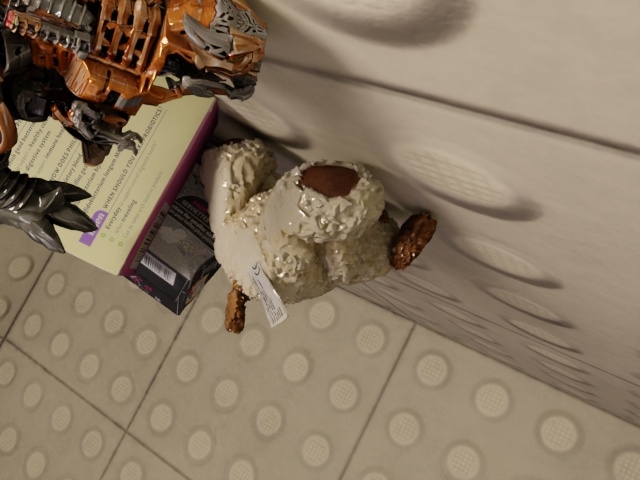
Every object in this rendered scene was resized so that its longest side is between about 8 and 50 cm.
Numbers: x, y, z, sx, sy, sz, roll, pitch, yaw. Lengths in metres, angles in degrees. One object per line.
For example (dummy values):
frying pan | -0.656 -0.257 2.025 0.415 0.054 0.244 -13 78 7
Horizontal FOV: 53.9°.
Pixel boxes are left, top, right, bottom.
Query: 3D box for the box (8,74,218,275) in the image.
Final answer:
box | -0.269 -0.107 0.686 0.243 0.213 0.117 28 173 -7

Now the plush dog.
plush dog | 0.000 0.000 0.726 0.226 0.210 0.263 -2 -164 -39

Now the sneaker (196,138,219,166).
sneaker | -0.136 -0.073 0.947 0.106 0.078 0.234 21 161 11

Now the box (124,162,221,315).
box | -0.238 -0.044 0.845 0.247 0.142 0.163 36 151 0

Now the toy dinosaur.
toy dinosaur | -0.204 -0.125 0.403 0.322 0.164 0.218 22 152 -2
